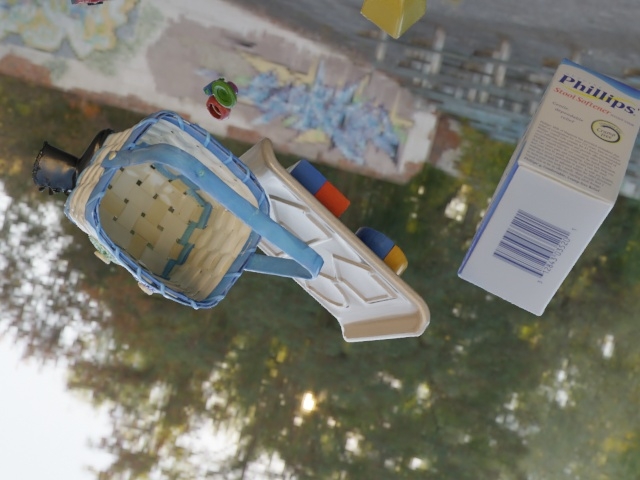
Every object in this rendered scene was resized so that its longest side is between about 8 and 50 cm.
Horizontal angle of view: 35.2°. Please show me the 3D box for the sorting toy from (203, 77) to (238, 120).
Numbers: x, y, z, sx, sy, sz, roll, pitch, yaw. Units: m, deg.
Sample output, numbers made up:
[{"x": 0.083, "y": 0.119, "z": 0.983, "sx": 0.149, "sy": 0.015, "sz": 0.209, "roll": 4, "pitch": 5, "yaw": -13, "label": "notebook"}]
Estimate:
[{"x": -0.161, "y": -0.244, "z": 1.686, "sx": 0.061, "sy": 0.042, "sz": 0.102, "roll": 46, "pitch": 149, "yaw": 0, "label": "sorting toy"}]

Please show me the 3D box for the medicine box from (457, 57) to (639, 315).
[{"x": 0.357, "y": -0.083, "z": 1.550, "sx": 0.149, "sy": 0.263, "sz": 0.289, "roll": 26, "pitch": -133, "yaw": 6, "label": "medicine box"}]

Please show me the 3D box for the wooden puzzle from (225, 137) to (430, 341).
[{"x": 0.000, "y": 0.000, "z": 1.516, "sx": 0.348, "sy": 0.080, "sz": 0.322, "roll": 47, "pitch": 160, "yaw": -8, "label": "wooden puzzle"}]

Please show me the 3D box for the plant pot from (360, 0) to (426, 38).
[{"x": 0.124, "y": -0.398, "z": 1.643, "sx": 0.081, "sy": 0.081, "sz": 0.083, "roll": 39, "pitch": 157, "yaw": 14, "label": "plant pot"}]

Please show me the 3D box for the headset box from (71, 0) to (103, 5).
[{"x": -0.306, "y": -0.353, "z": 1.339, "sx": 0.062, "sy": 0.083, "sz": 0.032, "roll": -9, "pitch": -147, "yaw": -8, "label": "headset box"}]

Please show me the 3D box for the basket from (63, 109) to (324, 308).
[{"x": -0.159, "y": -0.031, "z": 1.233, "sx": 0.255, "sy": 0.201, "sz": 0.289, "roll": 40, "pitch": 155, "yaw": -31, "label": "basket"}]

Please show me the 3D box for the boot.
[{"x": -0.353, "y": -0.116, "z": 1.442, "sx": 0.099, "sy": 0.121, "sz": 0.045, "roll": 20, "pitch": -162, "yaw": 5, "label": "boot"}]
